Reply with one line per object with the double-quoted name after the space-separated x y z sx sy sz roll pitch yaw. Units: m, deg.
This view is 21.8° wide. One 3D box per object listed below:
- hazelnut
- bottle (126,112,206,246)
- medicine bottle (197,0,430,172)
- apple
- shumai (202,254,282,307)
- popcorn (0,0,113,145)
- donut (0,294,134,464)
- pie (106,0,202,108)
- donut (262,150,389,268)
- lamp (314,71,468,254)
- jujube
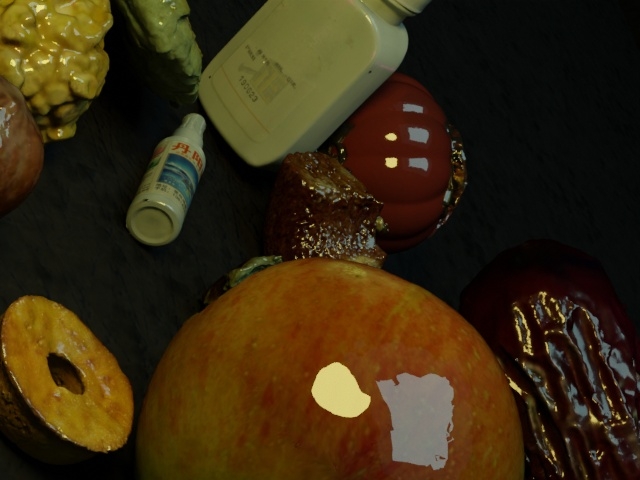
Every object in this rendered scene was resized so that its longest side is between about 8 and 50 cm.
-0.308 -0.086 1.390 0.154 0.143 0.143 58 25 2 "hazelnut"
-0.155 -0.073 1.747 0.060 0.060 0.217 48 26 -21 "bottle"
0.001 -0.223 1.899 0.111 0.296 0.161 8 41 -57 "medicine bottle"
0.000 0.191 1.425 0.339 0.339 0.339 43 29 -31 "apple"
-0.030 0.063 1.681 0.142 0.184 0.184 52 26 -16 "shumai"
-0.265 -0.183 1.578 0.163 0.140 0.194 48 28 -11 "popcorn"
-0.227 0.122 1.393 0.152 0.058 0.152 42 29 -30 "donut"
-0.207 -0.264 1.731 0.306 0.071 0.306 60 -10 18 "pie"
-0.006 0.008 1.871 0.144 0.186 0.126 29 15 32 "donut"
0.077 -0.093 2.008 0.227 0.227 0.227 43 29 -31 "lamp"
0.310 0.185 2.110 0.258 0.258 0.376 -1 74 -62 "jujube"
